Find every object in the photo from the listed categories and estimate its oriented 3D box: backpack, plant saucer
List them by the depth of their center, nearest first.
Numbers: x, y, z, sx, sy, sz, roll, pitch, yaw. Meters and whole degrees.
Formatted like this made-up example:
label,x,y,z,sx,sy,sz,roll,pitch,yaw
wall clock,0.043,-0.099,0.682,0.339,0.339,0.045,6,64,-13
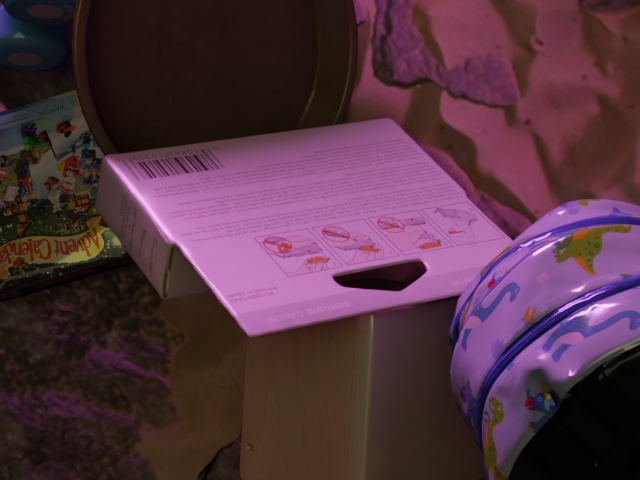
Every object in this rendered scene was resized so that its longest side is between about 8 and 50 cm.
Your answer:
label,x,y,z,sx,sy,sz,roll,pitch,yaw
backpack,0.253,0.129,1.099,0.290,0.355,0.273,-46,50,27
plant saucer,-0.088,-0.160,1.277,0.041,0.278,0.278,13,82,52

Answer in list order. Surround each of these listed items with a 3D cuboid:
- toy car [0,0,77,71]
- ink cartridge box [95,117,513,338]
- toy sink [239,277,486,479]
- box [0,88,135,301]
label,x,y,z,sx,sy,sz,roll,pitch,yaw
toy car,-0.162,-0.269,1.343,0.238,0.210,0.219,5,73,-19
ink cartridge box,0.000,0.000,1.190,0.275,0.060,0.239,-10,41,-31
toy sink,0.055,0.113,1.233,0.131,0.234,0.153,8,98,38
box,-0.201,-0.054,1.362,0.233,0.044,0.159,-16,80,6
